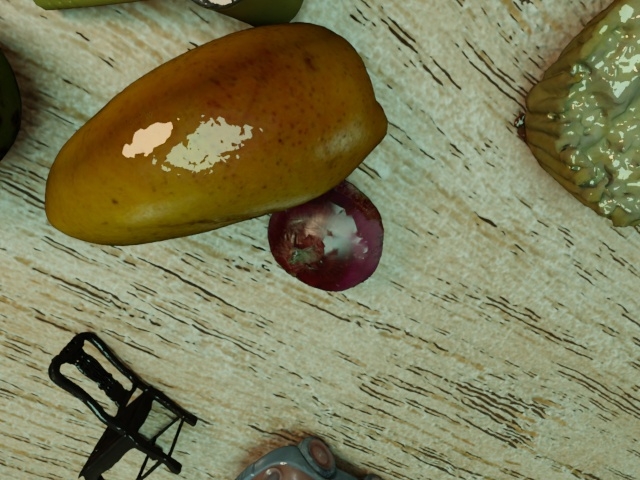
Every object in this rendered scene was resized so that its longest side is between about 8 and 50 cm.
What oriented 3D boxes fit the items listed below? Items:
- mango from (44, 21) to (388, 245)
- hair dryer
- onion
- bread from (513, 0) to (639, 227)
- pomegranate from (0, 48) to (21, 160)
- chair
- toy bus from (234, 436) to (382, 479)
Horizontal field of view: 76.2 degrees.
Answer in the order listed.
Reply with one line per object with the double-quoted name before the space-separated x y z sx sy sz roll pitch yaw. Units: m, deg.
"mango" -0.114 -0.101 0.418 0.350 0.199 0.201 -24 66 -8
"hair dryer" -0.161 -0.261 0.407 0.278 0.135 0.090 3 110 14
"onion" 0.000 0.000 0.484 0.150 0.140 0.150 2 102 12
"bread" 0.368 -0.155 0.446 0.274 0.149 0.274 -2 115 -5
"pomegranate" -0.418 -0.175 0.377 0.242 0.242 0.306 4 79 -4
"chair" -0.296 0.250 0.575 0.113 0.106 0.229 -41 105 9
"toy bus" -0.008 0.469 0.599 0.294 0.232 0.197 40 103 -16
